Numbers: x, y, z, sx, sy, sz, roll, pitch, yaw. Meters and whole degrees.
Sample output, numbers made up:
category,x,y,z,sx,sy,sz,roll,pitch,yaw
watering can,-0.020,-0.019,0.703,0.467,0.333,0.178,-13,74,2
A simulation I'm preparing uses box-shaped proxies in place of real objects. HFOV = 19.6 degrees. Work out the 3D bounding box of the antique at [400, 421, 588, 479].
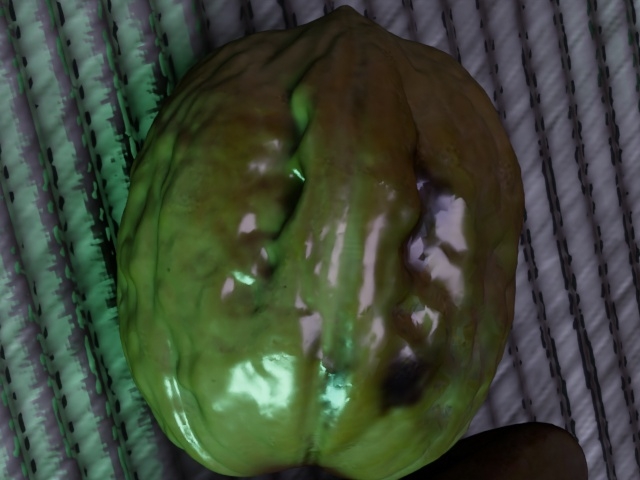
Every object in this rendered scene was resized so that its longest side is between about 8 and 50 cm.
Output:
category,x,y,z,sx,sy,sz,roll,pitch,yaw
antique,0.020,0.160,0.755,0.257,0.143,0.121,-17,86,-37

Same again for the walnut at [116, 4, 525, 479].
category,x,y,z,sx,sy,sz,roll,pitch,yaw
walnut,0.000,0.000,0.712,0.155,0.155,0.184,9,89,-33
